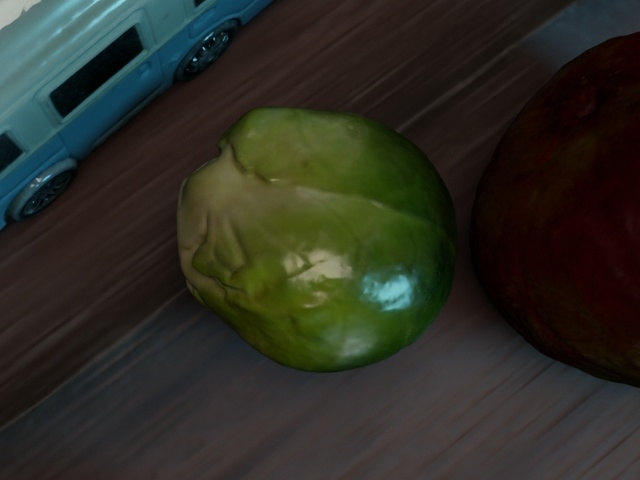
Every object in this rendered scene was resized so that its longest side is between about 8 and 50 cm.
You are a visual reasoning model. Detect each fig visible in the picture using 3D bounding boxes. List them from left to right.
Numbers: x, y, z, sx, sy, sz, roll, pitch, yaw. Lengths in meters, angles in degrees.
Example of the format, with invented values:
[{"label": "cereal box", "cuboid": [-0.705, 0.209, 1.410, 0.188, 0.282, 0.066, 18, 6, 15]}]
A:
[{"label": "fig", "cuboid": [0.226, 0.017, 0.572, 0.290, 0.190, 0.191, 34, 79, 1]}]

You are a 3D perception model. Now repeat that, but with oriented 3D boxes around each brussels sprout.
[{"label": "brussels sprout", "cuboid": [0.000, 0.003, 0.578, 0.155, 0.117, 0.155, -3, 63, 6]}]

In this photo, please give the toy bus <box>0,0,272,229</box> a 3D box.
[{"label": "toy bus", "cuboid": [-0.136, -0.131, 0.559, 0.271, 0.165, 0.133, -43, 87, -10]}]
